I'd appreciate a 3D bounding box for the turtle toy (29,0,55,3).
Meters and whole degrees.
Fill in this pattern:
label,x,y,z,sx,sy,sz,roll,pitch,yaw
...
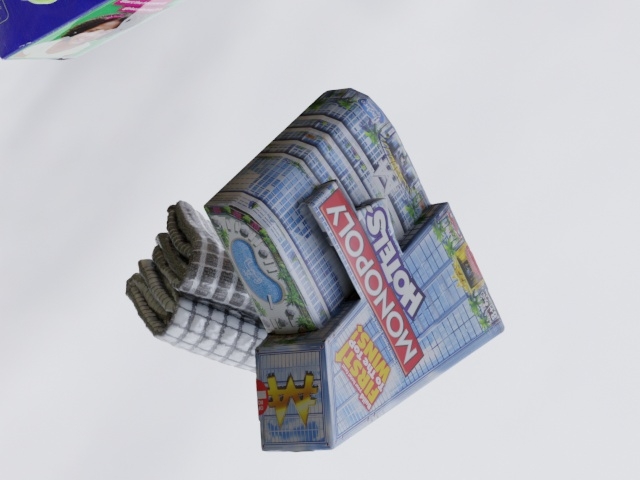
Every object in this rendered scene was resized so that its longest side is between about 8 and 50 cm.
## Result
label,x,y,z,sx,sy,sz,roll,pitch,yaw
turtle toy,-0.158,-0.202,1.290,0.130,0.095,0.066,-18,-137,29

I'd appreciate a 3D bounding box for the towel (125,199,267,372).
label,x,y,z,sx,sy,sz,roll,pitch,yaw
towel,-0.065,0.061,2.000,0.283,0.235,0.121,-140,-111,-73

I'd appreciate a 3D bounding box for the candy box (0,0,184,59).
label,x,y,z,sx,sy,sz,roll,pitch,yaw
candy box,-0.170,-0.333,1.592,0.317,0.268,0.122,-23,176,30

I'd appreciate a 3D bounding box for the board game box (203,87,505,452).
label,x,y,z,sx,sy,sz,roll,pitch,yaw
board game box,0.014,0.032,1.170,0.060,0.194,0.194,-8,-152,40
